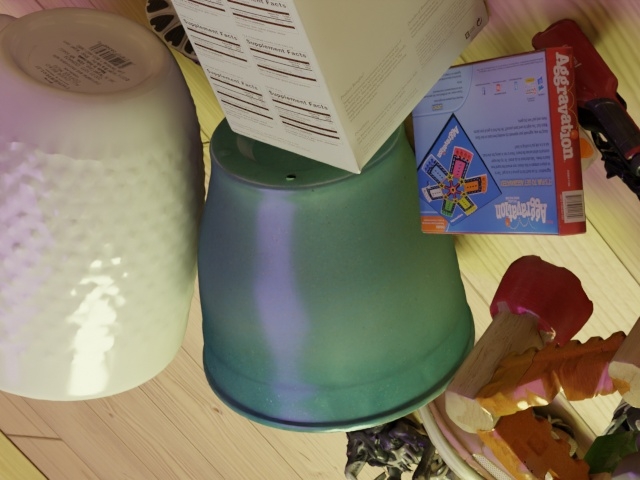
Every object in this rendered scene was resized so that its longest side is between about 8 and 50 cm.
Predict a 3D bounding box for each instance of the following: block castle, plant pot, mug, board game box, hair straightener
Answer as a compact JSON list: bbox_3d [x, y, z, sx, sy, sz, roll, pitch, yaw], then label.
[{"bbox_3d":[0.356,0.187,1.629,0.453,0.213,0.303,48,149,-15],"label":"block castle"},{"bbox_3d":[0.000,0.000,1.820,0.271,0.271,0.255,21,135,36],"label":"plant pot"},{"bbox_3d":[-0.278,-0.079,1.936,0.374,0.276,0.328,44,137,36],"label":"mug"},{"bbox_3d":[0.141,-0.077,1.579,0.281,0.027,0.145,-177,83,-71],"label":"board game box"},{"bbox_3d":[0.235,-0.080,1.470,0.230,0.047,0.089,56,176,48],"label":"hair straightener"}]

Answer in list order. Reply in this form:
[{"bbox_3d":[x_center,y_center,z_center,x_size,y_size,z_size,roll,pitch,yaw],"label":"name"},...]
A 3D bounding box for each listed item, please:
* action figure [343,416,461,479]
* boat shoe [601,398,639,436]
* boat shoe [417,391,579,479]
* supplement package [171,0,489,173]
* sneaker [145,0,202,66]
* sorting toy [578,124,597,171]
[{"bbox_3d":[0.114,0.298,2.284,0.276,0.141,0.164,32,156,9],"label":"action figure"},{"bbox_3d":[0.335,0.171,1.833,0.078,0.070,0.219,39,156,2],"label":"boat shoe"},{"bbox_3d":[0.227,0.233,2.068,0.116,0.123,0.324,-38,92,31],"label":"boat shoe"},{"bbox_3d":[0.003,-0.204,1.524,0.149,0.194,0.203,20,148,36],"label":"supplement package"},{"bbox_3d":[-0.101,-0.183,1.869,0.170,0.068,0.071,38,161,3],"label":"sneaker"},{"bbox_3d":[0.181,-0.074,1.635,0.083,0.075,0.045,24,151,31],"label":"sorting toy"}]
